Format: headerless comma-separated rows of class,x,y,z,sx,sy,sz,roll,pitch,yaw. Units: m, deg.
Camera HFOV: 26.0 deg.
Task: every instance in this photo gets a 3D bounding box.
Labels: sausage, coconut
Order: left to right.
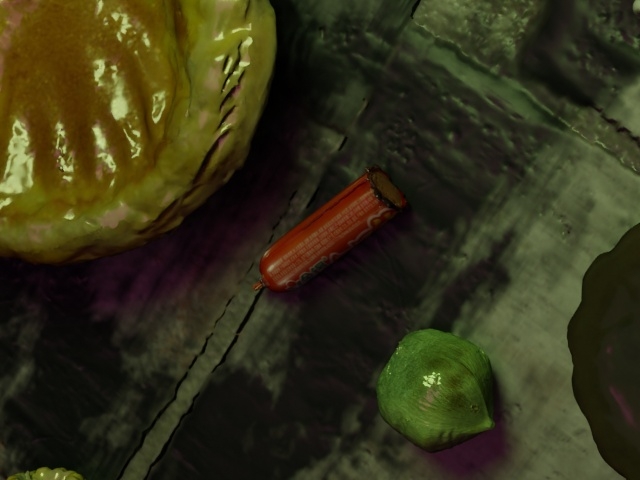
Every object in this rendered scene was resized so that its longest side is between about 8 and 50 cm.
sausage,0.000,0.000,1.069,0.145,0.050,0.048,-37,123,25
coconut,0.089,0.113,1.025,0.096,0.088,0.088,27,108,25

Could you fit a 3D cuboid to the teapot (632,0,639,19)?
teapot,0.302,-0.115,0.888,0.226,0.092,0.145,30,95,24

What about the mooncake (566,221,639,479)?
mooncake,0.284,0.074,0.908,0.228,0.124,0.228,4,97,30

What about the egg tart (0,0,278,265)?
egg tart,-0.199,-0.172,1.072,0.387,0.169,0.388,5,102,22

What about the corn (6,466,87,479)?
corn,-0.226,0.318,1.197,0.093,0.093,0.244,1,103,25
